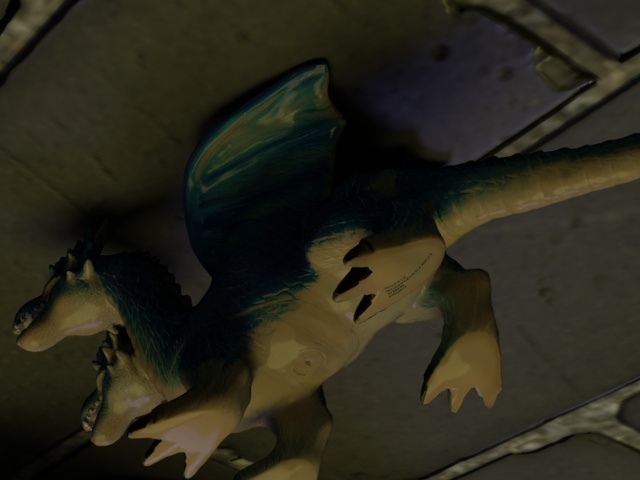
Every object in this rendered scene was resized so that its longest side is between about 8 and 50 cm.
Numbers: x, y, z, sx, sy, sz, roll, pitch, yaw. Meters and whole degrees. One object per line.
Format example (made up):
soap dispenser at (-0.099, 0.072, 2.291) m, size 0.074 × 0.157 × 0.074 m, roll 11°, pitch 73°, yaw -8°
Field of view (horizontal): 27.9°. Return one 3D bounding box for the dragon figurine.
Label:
dragon figurine at (0.000, 0.000, 0.453) m, size 0.289 × 0.144 × 0.085 m, roll -39°, pitch 128°, yaw 18°
